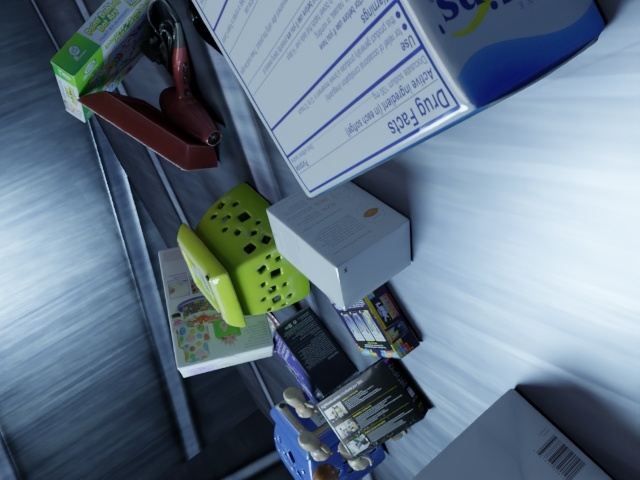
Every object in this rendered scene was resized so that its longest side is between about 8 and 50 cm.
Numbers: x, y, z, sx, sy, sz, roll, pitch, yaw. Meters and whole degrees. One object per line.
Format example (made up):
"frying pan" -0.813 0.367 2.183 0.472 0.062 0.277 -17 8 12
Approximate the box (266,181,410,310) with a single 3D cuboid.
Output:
"box" 0.026 -0.006 0.770 0.170 0.130 0.091 40 153 40

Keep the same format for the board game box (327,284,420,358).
"board game box" 0.089 0.138 0.955 0.141 0.048 0.170 60 160 -1

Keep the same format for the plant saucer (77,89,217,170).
"plant saucer" -0.355 -0.246 1.171 0.258 0.047 0.259 33 -169 -2

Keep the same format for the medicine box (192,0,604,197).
"medicine box" 0.022 -0.212 0.440 0.289 0.149 0.263 59 157 -6

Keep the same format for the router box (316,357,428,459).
"router box" 0.100 0.329 1.048 0.133 0.179 0.046 54 -159 9

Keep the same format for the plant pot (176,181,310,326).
"plant pot" -0.178 0.044 1.194 0.227 0.207 0.228 42 154 36

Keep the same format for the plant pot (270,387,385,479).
"plant pot" 0.010 0.515 1.431 0.236 0.236 0.212 32 142 50

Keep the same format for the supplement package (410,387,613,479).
"supplement package" 0.248 0.383 0.734 0.199 0.198 0.262 44 155 30

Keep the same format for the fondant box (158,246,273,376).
"fondant box" -0.276 0.164 1.398 0.096 0.238 0.330 102 153 -61

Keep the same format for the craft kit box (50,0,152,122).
"craft kit box" -0.446 -0.394 1.112 0.061 0.249 0.247 35 163 -9

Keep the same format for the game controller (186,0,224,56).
"game controller" -0.093 -0.299 0.707 0.319 0.067 0.166 44 156 30

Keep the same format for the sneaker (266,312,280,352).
"sneaker" -0.162 0.297 1.721 0.157 0.065 0.061 61 159 -11

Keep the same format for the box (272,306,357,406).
"box" -0.020 0.295 1.340 0.207 0.108 0.153 51 158 17

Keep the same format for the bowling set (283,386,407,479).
"bowling set" 0.029 0.456 1.183 0.287 0.199 0.154 8 149 26

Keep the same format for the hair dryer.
"hair dryer" -0.302 -0.326 1.117 0.293 0.080 0.224 60 159 -8
